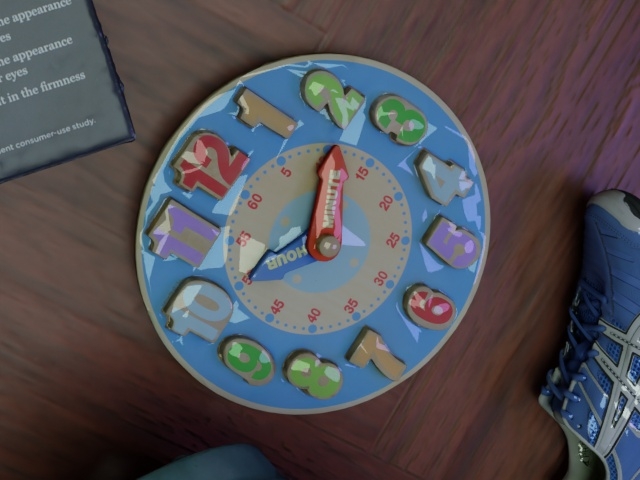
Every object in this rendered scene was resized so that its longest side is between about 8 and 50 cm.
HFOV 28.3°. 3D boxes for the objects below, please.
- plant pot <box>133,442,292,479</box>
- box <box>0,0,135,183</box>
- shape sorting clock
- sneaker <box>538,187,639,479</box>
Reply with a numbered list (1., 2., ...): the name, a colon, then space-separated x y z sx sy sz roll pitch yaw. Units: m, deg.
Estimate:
1. plant pot: -0.057 0.227 0.628 0.293 0.293 0.196 -33 71 -5
2. box: -0.191 -0.126 0.586 0.153 0.108 0.207 -18 106 -10
3. shape sorting clock: 0.000 0.000 0.701 0.206 0.040 0.206 -3 104 -14
4. sneaker: 0.174 0.075 0.744 0.081 0.080 0.211 -12 104 -15
